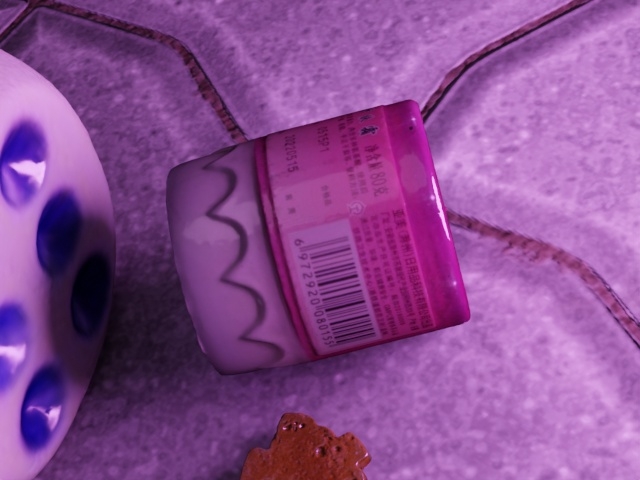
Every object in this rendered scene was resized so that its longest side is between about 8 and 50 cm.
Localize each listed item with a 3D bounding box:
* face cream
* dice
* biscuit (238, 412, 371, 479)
[{"bbox_3d":[0.000,0.000,1.035,0.194,0.175,0.175,-13,47,5],"label":"face cream"},{"bbox_3d":[-0.350,0.029,1.063,0.304,0.277,0.304,3,48,19],"label":"dice"},{"bbox_3d":[-0.022,0.183,0.988,0.130,0.019,0.119,-32,48,-11],"label":"biscuit"}]
